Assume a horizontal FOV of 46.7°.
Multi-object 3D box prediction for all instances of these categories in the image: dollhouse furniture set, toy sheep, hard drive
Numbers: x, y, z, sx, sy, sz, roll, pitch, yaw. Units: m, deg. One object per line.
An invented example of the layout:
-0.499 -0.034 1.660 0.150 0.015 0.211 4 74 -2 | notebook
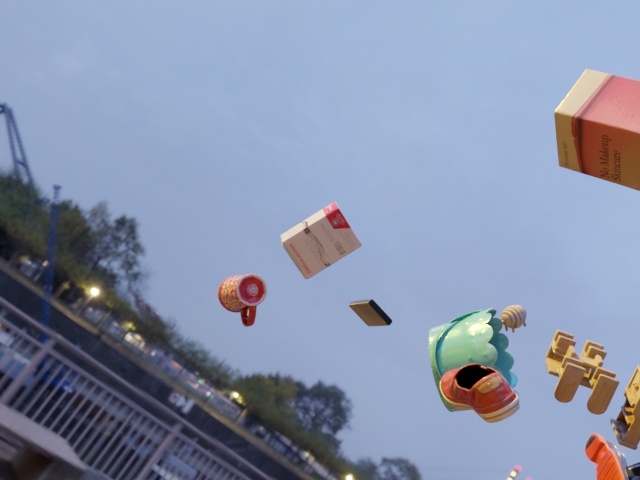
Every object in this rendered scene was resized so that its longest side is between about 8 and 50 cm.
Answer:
0.632 0.349 1.708 0.242 0.160 0.212 20 17 6 | dollhouse furniture set
0.683 0.275 2.628 0.091 0.132 0.091 29 -51 43 | toy sheep
0.147 0.213 2.175 0.094 0.022 0.135 47 -22 -10 | hard drive

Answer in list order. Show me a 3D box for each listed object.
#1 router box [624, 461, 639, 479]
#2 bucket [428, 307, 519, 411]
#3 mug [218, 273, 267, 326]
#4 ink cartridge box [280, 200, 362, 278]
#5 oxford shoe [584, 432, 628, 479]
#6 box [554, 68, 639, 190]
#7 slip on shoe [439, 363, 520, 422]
0.843 0.535 1.551 0.242 0.309 0.081 57 21 -14 | router box
0.419 0.336 2.032 0.183 0.281 0.281 -17 -40 20 | bucket
-0.210 0.163 2.153 0.150 0.113 0.169 50 -22 -7 | mug
0.000 0.000 1.664 0.109 0.151 0.063 57 5 -21 | ink cartridge box
0.853 0.653 2.140 0.098 0.096 0.271 24 18 -2 | oxford shoe
0.548 -0.186 1.300 0.232 0.127 0.148 24 -26 36 | box
0.346 0.322 1.671 0.101 0.123 0.331 62 -7 -2 | slip on shoe
